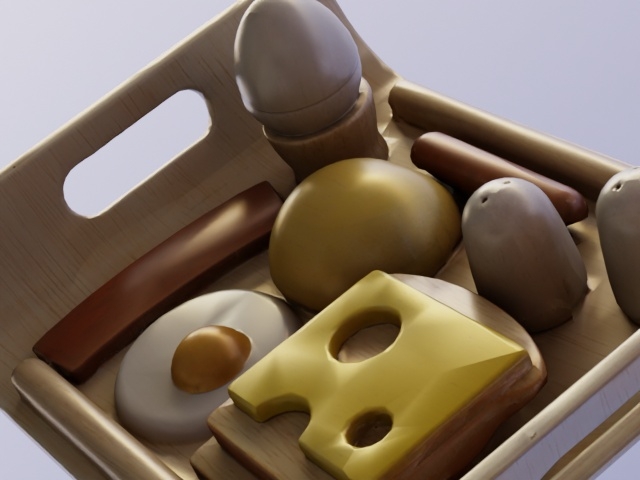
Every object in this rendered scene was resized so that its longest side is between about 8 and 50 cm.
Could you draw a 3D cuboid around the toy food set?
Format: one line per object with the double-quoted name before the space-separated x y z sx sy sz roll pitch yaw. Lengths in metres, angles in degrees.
"toy food set" 0.000 0.000 0.568 0.220 0.092 0.306 -38 -146 -17
